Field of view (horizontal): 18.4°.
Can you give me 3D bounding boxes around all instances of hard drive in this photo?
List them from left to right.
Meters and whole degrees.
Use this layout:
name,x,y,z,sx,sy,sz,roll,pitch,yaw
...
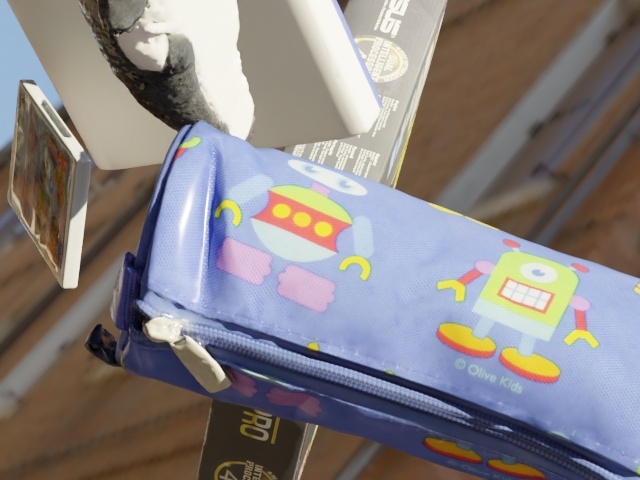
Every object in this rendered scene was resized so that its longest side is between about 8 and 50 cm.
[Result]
name,x,y,z,sx,sy,sz,roll,pitch,yaw
hard drive,-0.115,-0.190,1.207,0.210,0.040,0.318,-6,-54,30

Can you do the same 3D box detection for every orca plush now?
name,x,y,z,sx,sy,sz,roll,pitch,yaw
orca plush,-0.094,-0.152,1.009,0.102,0.151,0.287,18,-21,21

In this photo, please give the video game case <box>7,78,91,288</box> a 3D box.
name,x,y,z,sx,sy,sz,roll,pitch,yaw
video game case,-0.169,-0.037,1.226,0.122,0.011,0.087,-131,-136,-53

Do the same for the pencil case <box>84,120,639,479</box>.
name,x,y,z,sx,sy,sz,roll,pitch,yaw
pencil case,0.047,0.047,0.911,0.306,0.133,0.119,19,-54,7

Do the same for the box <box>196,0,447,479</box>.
name,x,y,z,sx,sy,sz,roll,pitch,yaw
box,0.000,0.000,1.734,0.097,0.395,0.318,16,-47,5
